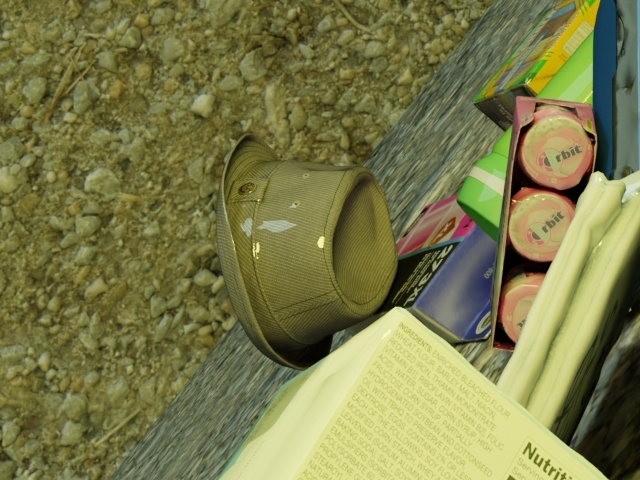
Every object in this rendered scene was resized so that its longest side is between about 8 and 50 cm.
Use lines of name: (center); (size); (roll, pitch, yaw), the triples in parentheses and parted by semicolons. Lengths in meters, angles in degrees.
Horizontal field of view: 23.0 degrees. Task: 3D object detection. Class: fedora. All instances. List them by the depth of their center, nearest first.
fedora: (0.000, 0.000, 1.617); (0.124, 0.244, 0.275); (-16, 25, 23)

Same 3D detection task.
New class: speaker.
speaker: (0.253, -0.112, 1.355); (0.296, 0.131, 0.131); (-49, 7, -1)

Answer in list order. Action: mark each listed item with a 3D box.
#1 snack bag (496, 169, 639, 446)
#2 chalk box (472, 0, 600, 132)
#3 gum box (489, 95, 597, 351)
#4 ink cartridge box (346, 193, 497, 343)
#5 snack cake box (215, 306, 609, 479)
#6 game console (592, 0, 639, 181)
snack bag: (0.136, 0.072, 0.889); (0.342, 0.037, 0.323); (-57, -16, -36)
chalk box: (0.249, -0.147, 1.531); (0.132, 0.132, 0.213); (-50, 9, -7)
gum box: (0.172, -0.018, 1.219); (0.107, 0.062, 0.188); (-71, -13, -72)
ink cartridge box: (0.136, 0.026, 1.609); (0.176, 0.069, 0.371); (-51, 10, -14)
snack cake box: (0.068, 0.166, 0.465); (0.152, 0.264, 0.089); (-54, 8, -35)
game console: (0.283, -0.113, 1.132); (0.250, 0.173, 0.293); (-12, 58, 29)
